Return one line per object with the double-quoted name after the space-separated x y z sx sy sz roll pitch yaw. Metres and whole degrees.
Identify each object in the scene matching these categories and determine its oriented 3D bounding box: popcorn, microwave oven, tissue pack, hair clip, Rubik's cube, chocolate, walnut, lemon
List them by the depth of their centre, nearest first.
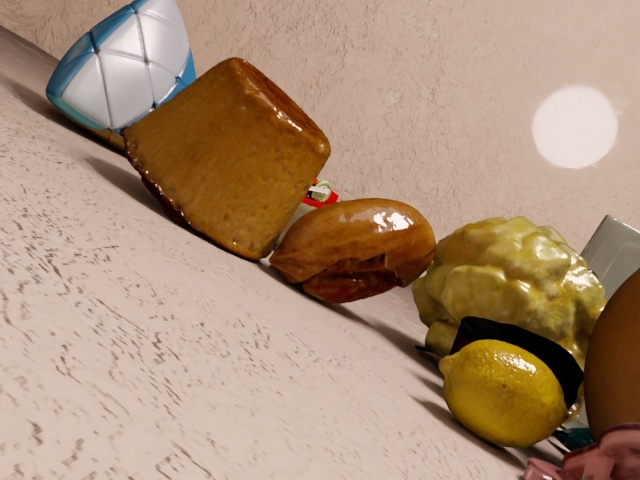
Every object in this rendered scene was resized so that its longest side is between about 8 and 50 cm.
0.194 0.192 0.514 0.123 0.102 0.138 34 -29 0 "hair clip"
0.147 0.125 0.617 0.110 0.082 0.082 26 3 3 "lemon"
0.195 0.146 0.735 0.148 0.080 0.125 15 22 -34 "chocolate"
0.329 0.247 0.832 0.138 0.028 0.085 29 -25 -11 "tissue pack"
0.038 0.011 0.835 0.207 0.116 0.116 -6 23 -28 "walnut"
0.247 0.095 0.911 0.252 0.215 0.286 26 -5 41 "popcorn"
-0.289 -0.256 1.084 0.254 0.254 0.254 32 3 -2 "Rubik's cube"
0.441 0.149 1.121 0.237 0.295 0.181 33 3 19 "microwave oven"

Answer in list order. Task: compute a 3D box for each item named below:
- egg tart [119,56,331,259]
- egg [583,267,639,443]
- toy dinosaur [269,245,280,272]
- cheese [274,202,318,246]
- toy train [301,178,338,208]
-0.099 -0.095 0.823 0.215 0.171 0.215 41 13 -12 "egg tart"
0.374 0.146 0.621 0.282 0.283 0.351 30 22 -24 "egg"
-0.026 0.031 0.878 0.041 0.026 0.113 42 17 33 "toy dinosaur"
0.000 0.000 1.149 0.163 0.082 0.286 33 2 -4 "cheese"
-0.059 -0.066 1.304 0.204 0.131 0.083 13 22 -45 "toy train"
